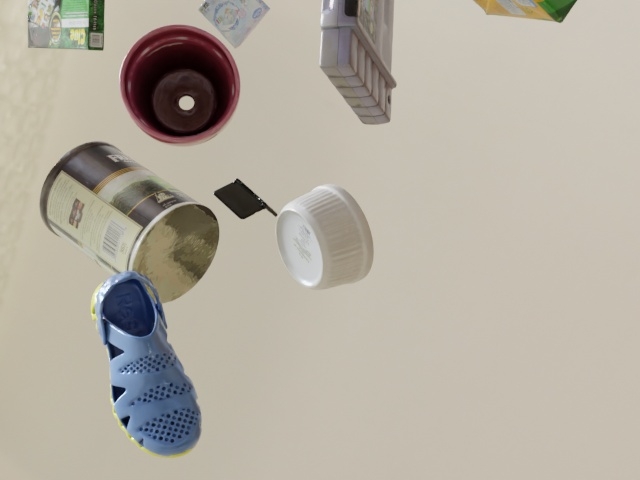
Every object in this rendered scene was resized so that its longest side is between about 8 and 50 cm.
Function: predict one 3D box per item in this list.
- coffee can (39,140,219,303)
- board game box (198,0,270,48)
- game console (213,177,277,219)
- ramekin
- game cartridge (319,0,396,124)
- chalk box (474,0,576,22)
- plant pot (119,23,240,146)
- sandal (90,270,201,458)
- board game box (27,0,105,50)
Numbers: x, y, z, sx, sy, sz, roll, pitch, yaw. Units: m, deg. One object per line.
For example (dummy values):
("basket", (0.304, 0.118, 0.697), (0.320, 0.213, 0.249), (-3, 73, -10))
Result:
("coffee can", (-0.349, -0.035, 2.004), (0.275, 0.201, 0.202), (32, -154, 32))
("board game box", (-0.140, -0.375, 1.779), (0.090, 0.090, 0.020), (47, -147, 1))
("game console", (-0.181, -0.088, 2.657), (0.122, 0.071, 0.107), (42, 179, 31))
("ramekin", (0.000, 0.000, 2.167), (0.109, 0.207, 0.207), (-20, -135, -30))
("game cartridge", (0.064, -0.374, 1.606), (0.068, 0.355, 0.230), (0, 165, 14))
("chalk box", (0.269, -0.435, 1.329), (0.180, 0.289, 0.179), (34, 179, -27))
("plant pot", (-0.239, -0.254, 1.895), (0.201, 0.201, 0.180), (21, 175, -4))
("sandal", (-0.264, 0.171, 1.622), (0.126, 0.138, 0.317), (-20, -113, -20))
("board game box", (-0.391, -0.358, 1.673), (0.030, 0.136, 0.260), (0, -171, -34))
